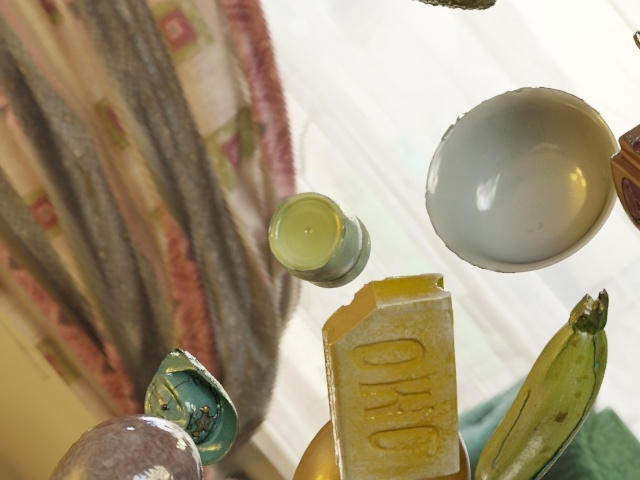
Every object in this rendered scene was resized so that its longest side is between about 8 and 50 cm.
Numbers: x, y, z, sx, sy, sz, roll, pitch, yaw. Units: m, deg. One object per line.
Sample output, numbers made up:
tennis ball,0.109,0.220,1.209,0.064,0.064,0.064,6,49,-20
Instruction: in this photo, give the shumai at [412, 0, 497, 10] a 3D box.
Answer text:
shumai,0.121,-0.417,1.551,0.261,0.221,0.225,5,8,-19

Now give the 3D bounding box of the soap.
soap,0.078,0.155,1.349,0.140,0.232,0.073,-8,26,-5

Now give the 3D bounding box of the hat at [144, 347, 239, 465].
hat,-0.200,0.232,1.708,0.078,0.191,0.138,15,-78,-50

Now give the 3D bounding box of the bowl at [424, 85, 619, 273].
bowl,0.368,-0.080,2.122,0.345,0.345,0.157,-40,-33,8

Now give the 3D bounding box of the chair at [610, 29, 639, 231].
chair,0.442,-0.115,1.551,0.183,0.175,0.326,-33,38,-4

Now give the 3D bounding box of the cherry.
cherry,-0.187,0.240,1.180,0.176,0.140,0.176,-51,12,15

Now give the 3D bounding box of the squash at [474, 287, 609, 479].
squash,0.287,0.195,1.496,0.094,0.094,0.341,-40,-23,-56

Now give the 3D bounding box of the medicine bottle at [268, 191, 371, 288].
medicine bottle,0.000,0.000,2.046,0.147,0.147,0.143,-40,-22,8

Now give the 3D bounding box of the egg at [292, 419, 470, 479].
egg,0.094,0.422,2.045,0.351,0.282,0.282,-49,0,1
